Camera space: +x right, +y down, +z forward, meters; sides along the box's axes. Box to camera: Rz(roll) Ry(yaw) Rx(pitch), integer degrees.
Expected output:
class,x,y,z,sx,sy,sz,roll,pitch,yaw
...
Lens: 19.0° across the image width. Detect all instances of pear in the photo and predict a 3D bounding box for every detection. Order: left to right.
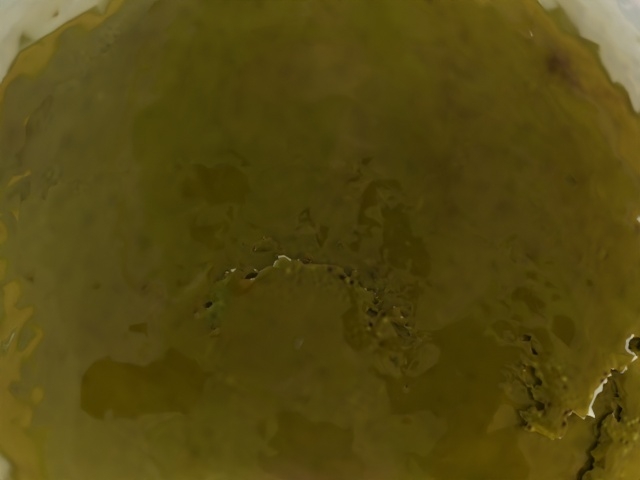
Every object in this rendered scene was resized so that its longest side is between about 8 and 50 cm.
class,x,y,z,sx,sy,sz,roll,pitch,yaw
pear,0.007,0.012,0.571,0.285,0.336,0.285,9,-70,25
